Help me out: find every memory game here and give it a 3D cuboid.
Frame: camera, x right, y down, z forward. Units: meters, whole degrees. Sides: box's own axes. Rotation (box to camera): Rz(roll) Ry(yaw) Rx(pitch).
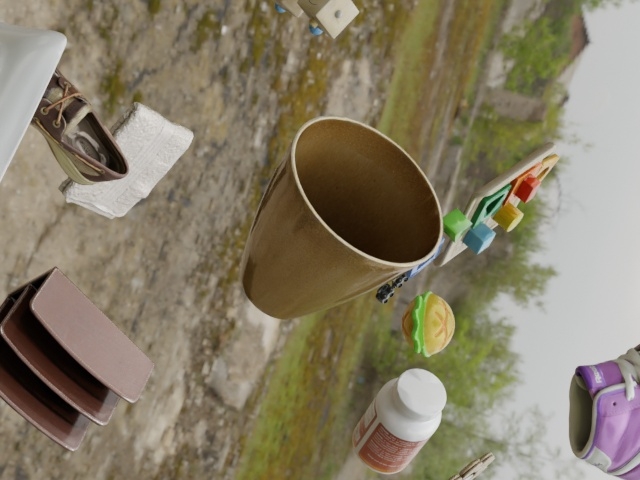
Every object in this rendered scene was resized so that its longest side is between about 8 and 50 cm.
[{"bbox_3d":[0.170,0.354,1.239,0.186,0.012,0.186,-32,158,-15],"label":"memory game"}]

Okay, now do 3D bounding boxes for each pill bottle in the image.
[{"bbox_3d":[0.144,0.323,1.598,0.216,0.121,0.121,115,0,-48],"label":"pill bottle"}]

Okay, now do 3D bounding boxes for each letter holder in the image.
[{"bbox_3d":[-0.513,0.245,1.767,0.302,0.152,0.214,50,32,-23],"label":"letter holder"}]

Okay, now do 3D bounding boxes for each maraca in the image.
[{"bbox_3d":[0.201,0.159,1.695,0.186,0.099,0.127,14,75,-69],"label":"maraca"}]

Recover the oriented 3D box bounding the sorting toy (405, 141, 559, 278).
[{"bbox_3d":[0.268,-0.045,1.328,0.348,0.047,0.196,-33,160,-32],"label":"sorting toy"}]

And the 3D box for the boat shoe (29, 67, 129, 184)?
[{"bbox_3d":[-0.455,-0.232,1.573,0.123,0.123,0.342,-57,135,-32],"label":"boat shoe"}]

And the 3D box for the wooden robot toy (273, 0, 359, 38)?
[{"bbox_3d":[-0.011,-0.218,0.687,0.079,0.076,0.173,-45,-148,3],"label":"wooden robot toy"}]

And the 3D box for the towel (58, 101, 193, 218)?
[{"bbox_3d":[-0.432,-0.170,1.981,0.282,0.049,0.187,-46,146,12],"label":"towel"}]

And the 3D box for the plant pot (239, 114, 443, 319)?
[{"bbox_3d":[0.000,0.000,1.227,0.254,0.237,0.237,-47,-169,41],"label":"plant pot"}]

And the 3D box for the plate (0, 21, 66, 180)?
[{"bbox_3d":[-0.414,-0.126,0.976,0.045,0.277,0.278,28,86,-46],"label":"plate"}]

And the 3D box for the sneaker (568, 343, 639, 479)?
[{"bbox_3d":[0.371,0.134,0.961,0.102,0.161,0.282,-124,-123,-72],"label":"sneaker"}]

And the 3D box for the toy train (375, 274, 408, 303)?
[{"bbox_3d":[0.178,0.081,2.001,0.158,0.036,0.027,-44,150,-25],"label":"toy train"}]
